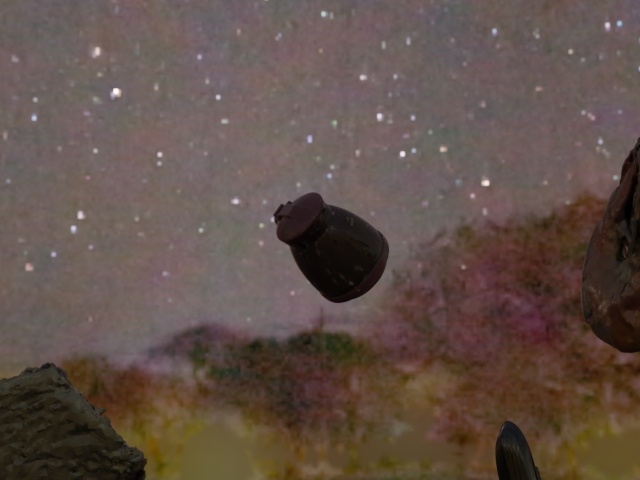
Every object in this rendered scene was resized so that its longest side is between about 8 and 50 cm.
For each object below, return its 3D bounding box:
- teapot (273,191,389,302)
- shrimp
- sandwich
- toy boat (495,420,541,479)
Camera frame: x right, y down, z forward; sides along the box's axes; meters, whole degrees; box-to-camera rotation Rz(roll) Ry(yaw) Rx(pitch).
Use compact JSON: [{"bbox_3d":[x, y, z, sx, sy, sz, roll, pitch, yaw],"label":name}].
[{"bbox_3d":[0.008,-0.005,1.267,0.116,0.148,0.146,-40,-60,14],"label":"teapot"},{"bbox_3d":[0.223,-0.017,0.658,0.042,0.190,0.101,13,-4,-32],"label":"shrimp"},{"bbox_3d":[-0.326,0.288,1.011,0.262,0.325,0.131,10,-13,-4],"label":"sandwich"},{"bbox_3d":[0.286,0.331,1.381,0.060,0.141,0.055,4,-22,-46],"label":"toy boat"}]
